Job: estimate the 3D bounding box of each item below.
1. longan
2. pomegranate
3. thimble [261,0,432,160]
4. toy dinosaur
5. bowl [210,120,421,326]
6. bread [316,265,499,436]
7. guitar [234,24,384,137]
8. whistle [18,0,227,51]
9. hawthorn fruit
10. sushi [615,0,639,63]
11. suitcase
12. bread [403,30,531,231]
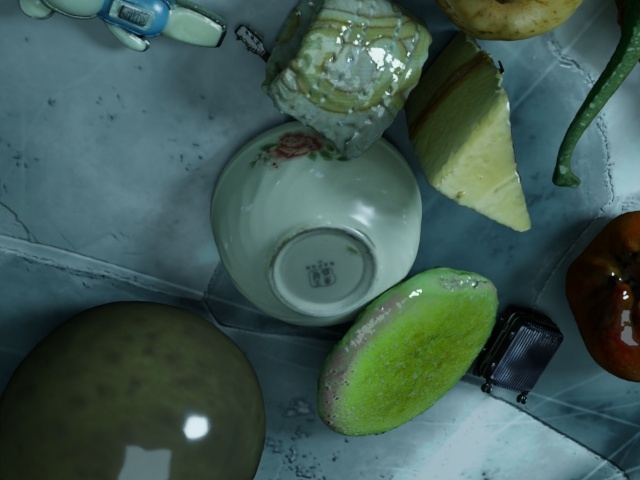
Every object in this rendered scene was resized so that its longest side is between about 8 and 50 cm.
[{"bbox_3d":[-0.236,0.252,1.320,0.361,0.361,0.361,-3,116,-6],"label":"longan"},{"bbox_3d":[0.203,-0.323,1.138,0.215,0.215,0.215,-3,116,-6],"label":"pomegranate"},{"bbox_3d":[0.027,-0.204,1.208,0.143,0.137,0.190,29,86,-21],"label":"thimble"},{"bbox_3d":[0.313,-0.284,1.098,0.301,0.087,0.447,-22,117,17],"label":"toy dinosaur"},{"bbox_3d":[0.000,0.000,1.298,0.277,0.145,0.277,-2,121,-4],"label":"bowl"},{"bbox_3d":[0.118,0.159,1.388,0.301,0.045,0.301,-24,140,-22],"label":"bread"},{"bbox_3d":[-0.018,-0.181,1.285,0.088,0.025,0.233,-42,114,14],"label":"guitar"},{"bbox_3d":[-0.220,-0.274,1.188,0.236,0.077,0.114,15,122,-21],"label":"whistle"},{"bbox_3d":[0.451,0.092,1.394,0.224,0.224,0.261,-40,135,12],"label":"hawthorn fruit"},{"bbox_3d":[0.444,-0.323,1.204,0.179,0.167,0.296,7,95,-18],"label":"sushi"},{"bbox_3d":[0.279,0.159,1.473,0.086,0.059,0.126,18,112,-22],"label":"suitcase"},{"bbox_3d":[0.171,-0.129,1.206,0.142,0.266,0.178,-2,115,-3],"label":"bread"}]
